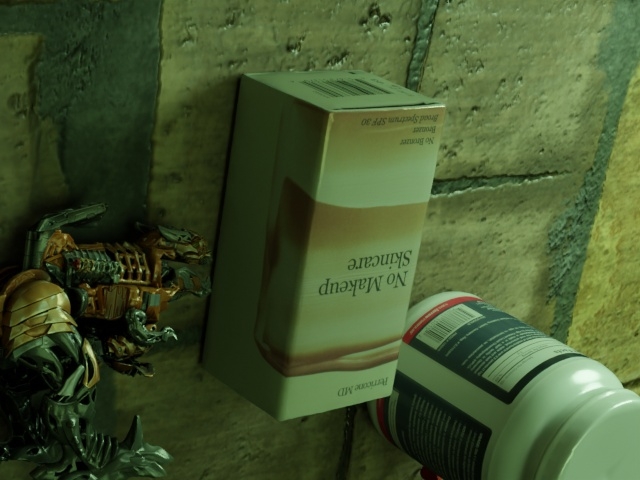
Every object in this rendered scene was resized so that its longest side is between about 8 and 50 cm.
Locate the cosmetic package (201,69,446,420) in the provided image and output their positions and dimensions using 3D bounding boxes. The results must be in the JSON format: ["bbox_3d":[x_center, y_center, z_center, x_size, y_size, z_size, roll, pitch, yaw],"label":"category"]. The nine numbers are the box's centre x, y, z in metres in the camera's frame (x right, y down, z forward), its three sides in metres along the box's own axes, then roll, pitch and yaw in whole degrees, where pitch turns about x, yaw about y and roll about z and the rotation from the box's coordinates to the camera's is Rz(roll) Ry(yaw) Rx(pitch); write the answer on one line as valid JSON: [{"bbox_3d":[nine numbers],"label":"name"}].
[{"bbox_3d":[0.000,0.000,1.253,0.153,0.129,0.296,-10,117,-40],"label":"cosmetic package"}]

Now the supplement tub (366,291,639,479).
[{"bbox_3d":[0.198,0.184,1.418,0.191,0.272,0.191,-20,123,-33],"label":"supplement tub"}]

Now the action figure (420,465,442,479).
[{"bbox_3d":[0.212,0.344,1.656,0.280,0.139,0.091,28,94,-23],"label":"action figure"}]

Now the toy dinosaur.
[{"bbox_3d":[-0.230,0.089,1.117,0.322,0.164,0.218,-15,106,-15],"label":"toy dinosaur"}]
